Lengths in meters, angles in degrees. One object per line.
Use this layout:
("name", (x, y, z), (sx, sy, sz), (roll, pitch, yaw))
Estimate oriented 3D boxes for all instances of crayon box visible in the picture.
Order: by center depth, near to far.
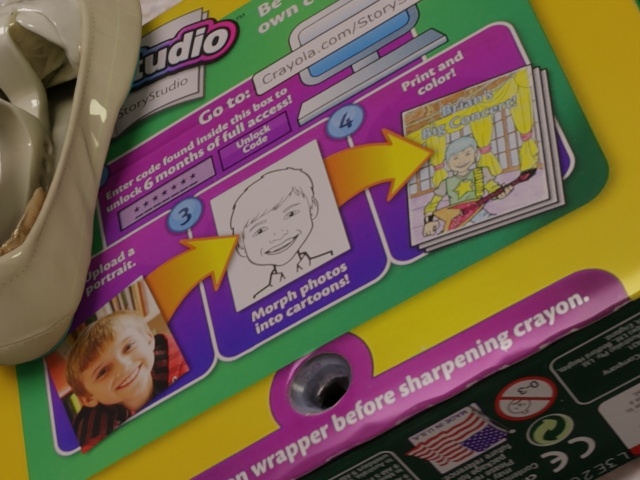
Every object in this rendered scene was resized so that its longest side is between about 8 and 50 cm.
("crayon box", (0.000, 0.000, 0.818), (0.363, 0.106, 0.313), (-29, 44, 13))

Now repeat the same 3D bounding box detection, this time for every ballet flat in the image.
("ballet flat", (-0.137, -0.060, 0.826), (0.086, 0.086, 0.248), (-18, 48, 22))
